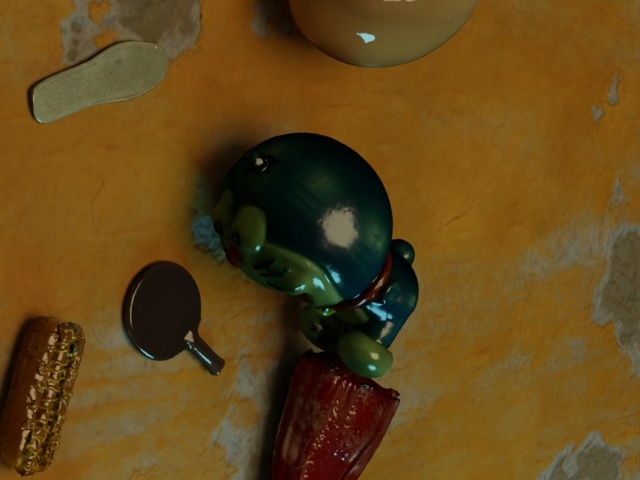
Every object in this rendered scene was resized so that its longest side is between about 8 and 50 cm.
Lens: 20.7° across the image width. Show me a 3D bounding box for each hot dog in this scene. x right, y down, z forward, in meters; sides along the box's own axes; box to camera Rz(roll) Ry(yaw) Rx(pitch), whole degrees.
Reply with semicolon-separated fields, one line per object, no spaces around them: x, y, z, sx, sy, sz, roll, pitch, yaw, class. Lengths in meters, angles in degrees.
-0.286;0.159;1.787;0.071;0.045;0.165;23;79;-51;hot dog

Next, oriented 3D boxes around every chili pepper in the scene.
-0.002;0.262;2.105;0.144;0.136;0.253;-139;-110;-86;chili pepper

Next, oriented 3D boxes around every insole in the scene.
-0.227;-0.167;1.821;0.192;0.010;0.063;-28;118;-43;insole

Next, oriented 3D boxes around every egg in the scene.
0.068;-0.296;1.994;0.244;0.201;0.201;-32;120;-40;egg

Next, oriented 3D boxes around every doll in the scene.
0.001;0.000;1.974;0.186;0.198;0.322;-49;136;-10;doll

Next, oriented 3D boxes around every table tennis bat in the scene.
-0.122;0.100;1.911;0.170;0.119;0.107;50;61;-40;table tennis bat
